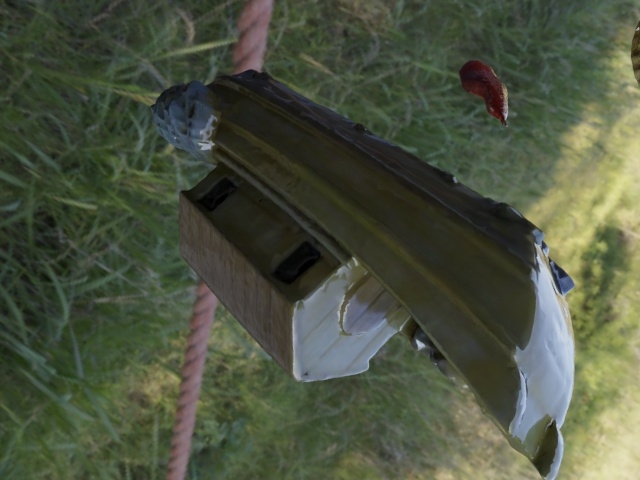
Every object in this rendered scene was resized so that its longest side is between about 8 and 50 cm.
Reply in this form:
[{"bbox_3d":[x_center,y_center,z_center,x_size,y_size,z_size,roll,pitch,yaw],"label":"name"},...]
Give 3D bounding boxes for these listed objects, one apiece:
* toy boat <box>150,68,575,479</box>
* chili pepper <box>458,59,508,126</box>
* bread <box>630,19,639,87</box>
[{"bbox_3d":[0.000,0.000,0.591,0.162,0.445,0.136,-46,132,-7],"label":"toy boat"},{"bbox_3d":[0.182,-0.165,0.936,0.178,0.045,0.027,-89,-159,-61],"label":"chili pepper"},{"bbox_3d":[0.427,-0.165,0.767,0.204,0.288,0.156,-67,168,19],"label":"bread"}]
